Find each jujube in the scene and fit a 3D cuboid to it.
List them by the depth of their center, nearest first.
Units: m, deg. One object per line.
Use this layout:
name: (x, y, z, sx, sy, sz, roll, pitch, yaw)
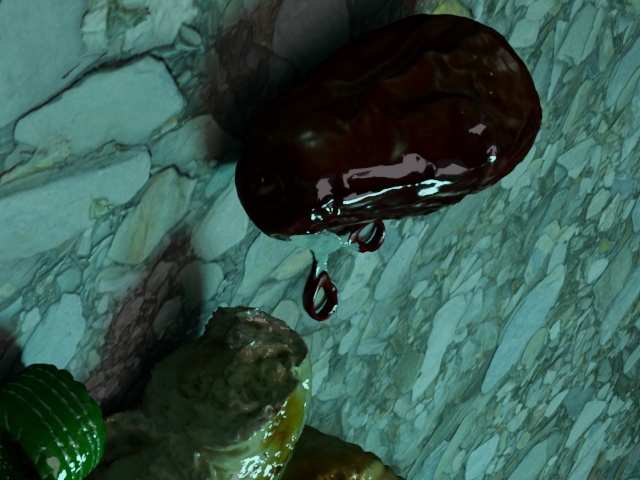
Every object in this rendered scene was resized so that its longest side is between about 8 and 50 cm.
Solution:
jujube: (0.066, -0.111, 1.717, 0.342, 0.216, 0.216, -29, 142, -31)

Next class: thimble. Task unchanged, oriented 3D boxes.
thimble: (-0.262, 0.183, 1.561, 0.090, 0.118, 0.130, -42, 177, -36)

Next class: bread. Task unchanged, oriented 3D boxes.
bread: (-0.121, 0.213, 1.768, 0.314, 0.171, 0.192, -57, 156, 1)

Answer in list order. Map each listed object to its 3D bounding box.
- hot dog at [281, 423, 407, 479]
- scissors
hot dog: (-0.039, 0.401, 1.941, 0.365, 0.367, 0.196, -54, -172, -12)
scissors: (0.000, 0.000, 1.918, 0.144, 0.017, 0.247, -55, 152, -7)
